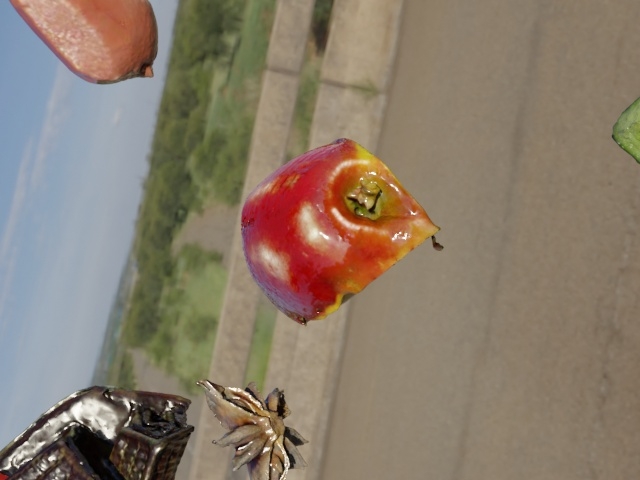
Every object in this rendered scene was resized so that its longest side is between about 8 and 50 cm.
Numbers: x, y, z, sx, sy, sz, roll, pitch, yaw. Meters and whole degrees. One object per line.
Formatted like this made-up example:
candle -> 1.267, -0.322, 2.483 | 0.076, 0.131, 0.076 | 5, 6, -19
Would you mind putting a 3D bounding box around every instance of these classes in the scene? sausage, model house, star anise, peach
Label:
sausage -> -0.302, -0.298, 1.247 | 0.148, 0.254, 0.148 | -30, 34, 23
model house -> -0.183, 0.190, 0.824 | 0.165, 0.106, 0.152 | -42, 15, -1
star anise -> -0.055, 0.185, 0.892 | 0.056, 0.124, 0.129 | -36, 59, 28
peach -> -0.003, -0.006, 1.018 | 0.154, 0.159, 0.267 | 58, 171, 2

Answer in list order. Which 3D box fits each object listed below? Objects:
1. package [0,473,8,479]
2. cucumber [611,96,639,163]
package -> -0.349, 0.353, 0.992 | 0.269, 0.071, 0.194 | -58, -28, -35
cucumber -> 0.330, -0.053, 0.775 | 0.078, 0.211, 0.062 | -38, 20, 51
